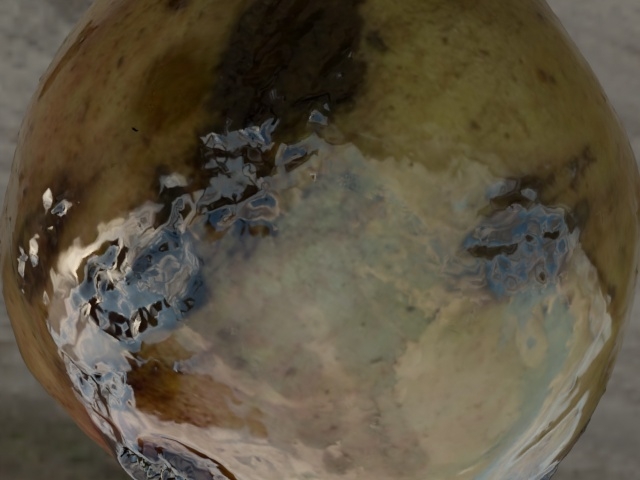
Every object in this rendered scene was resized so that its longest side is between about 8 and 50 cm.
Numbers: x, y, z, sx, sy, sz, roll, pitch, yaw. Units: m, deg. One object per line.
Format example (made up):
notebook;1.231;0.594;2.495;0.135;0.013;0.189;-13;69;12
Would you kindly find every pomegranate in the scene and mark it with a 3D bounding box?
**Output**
pomegranate;0.000;0.000;0.864;0.322;0.322;0.322;-2;155;-1
